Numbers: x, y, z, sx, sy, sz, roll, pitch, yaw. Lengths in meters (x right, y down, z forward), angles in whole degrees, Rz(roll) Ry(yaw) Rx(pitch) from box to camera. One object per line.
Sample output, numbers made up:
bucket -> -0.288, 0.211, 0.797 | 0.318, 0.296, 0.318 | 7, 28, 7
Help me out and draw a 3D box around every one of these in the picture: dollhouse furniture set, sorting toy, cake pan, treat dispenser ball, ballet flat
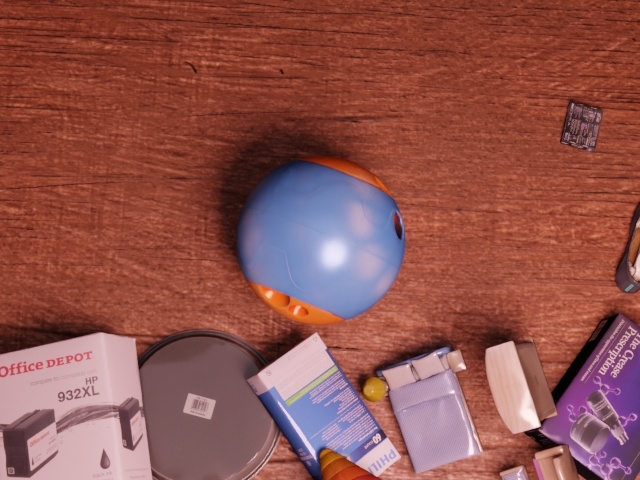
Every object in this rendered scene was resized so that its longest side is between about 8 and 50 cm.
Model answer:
dollhouse furniture set -> 0.228, 0.317, 1.673 | 0.303, 0.198, 0.286 | -20, 79, 19
sorting toy -> -0.065, 0.456, 1.624 | 0.365, 0.127, 0.126 | -35, 52, -2
cake pan -> -0.208, 0.295, 1.765 | 0.293, 0.054, 0.293 | 1, 76, -3
treat dispenser ball -> 0.000, 0.000, 1.729 | 0.288, 0.288, 0.288 | 1, 76, -3
ballet flat -> 0.604, 0.003, 1.878 | 0.074, 0.074, 0.203 | 23, 76, 2

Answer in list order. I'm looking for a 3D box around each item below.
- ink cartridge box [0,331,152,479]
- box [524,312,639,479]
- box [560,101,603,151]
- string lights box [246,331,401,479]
ink cartridge box -> -0.414, 0.324, 1.679 | 0.223, 0.129, 0.307 | -13, 77, 12
box -> 0.515, 0.288, 1.788 | 0.184, 0.103, 0.261 | 37, 77, 3
box -> 0.502, -0.219, 1.952 | 0.067, 0.018, 0.083 | 15, 76, 0
string lights box -> 0.005, 0.304, 1.733 | 0.133, 0.077, 0.260 | -33, 88, -26
